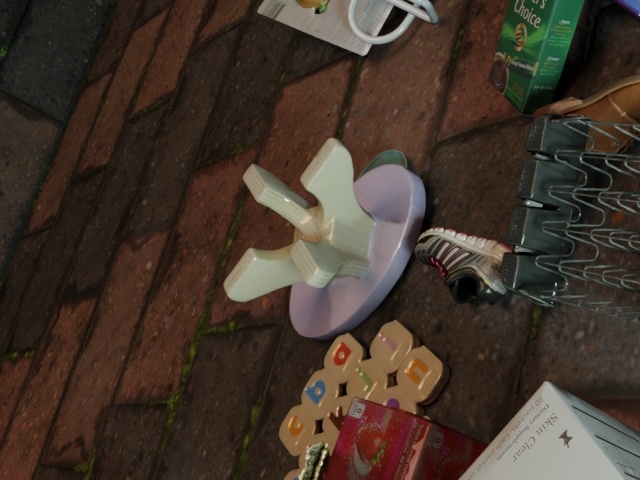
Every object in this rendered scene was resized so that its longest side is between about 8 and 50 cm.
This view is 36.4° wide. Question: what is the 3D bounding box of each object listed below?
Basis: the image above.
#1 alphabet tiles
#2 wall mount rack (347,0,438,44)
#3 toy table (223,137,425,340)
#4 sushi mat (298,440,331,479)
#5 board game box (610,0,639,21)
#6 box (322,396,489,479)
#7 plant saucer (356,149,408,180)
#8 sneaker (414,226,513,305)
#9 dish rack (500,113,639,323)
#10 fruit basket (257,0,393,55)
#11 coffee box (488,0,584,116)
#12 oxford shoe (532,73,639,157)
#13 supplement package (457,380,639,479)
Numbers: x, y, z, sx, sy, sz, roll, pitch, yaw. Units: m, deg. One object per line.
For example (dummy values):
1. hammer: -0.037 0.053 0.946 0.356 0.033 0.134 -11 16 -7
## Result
1. alphabet tiles: 0.047 0.241 1.182 0.284 0.021 0.278 -58 33 6
2. wall mount rack: 0.099 -0.496 1.493 0.304 0.130 0.350 31 93 21
3. toy table: 0.000 0.000 1.290 0.274 0.160 0.252 -61 38 9
4. sushi mat: -0.022 0.290 1.022 0.316 0.019 0.152 87 -157 -75
5. board game box: 0.438 -0.407 1.072 0.347 0.078 0.233 -50 32 19
6. box: 0.069 0.304 0.977 0.122 0.128 0.257 9 75 52
7. plant saucer: 0.088 -0.071 1.381 0.119 0.021 0.119 -36 39 35
8. sneaker: 0.161 0.034 1.139 0.170 0.063 0.075 13 71 54
9. dish rack: 0.293 -0.020 0.939 0.271 0.074 0.208 14 95 54
10. fruit basket: 0.065 -0.494 1.679 0.353 0.165 0.327 33 95 44
11. coffee box: 0.261 -0.256 1.176 0.113 0.040 0.184 -114 30 -54
12. oxford shoe: 0.328 -0.132 1.041 0.212 0.076 0.076 -20 77 50
13. supplement package: 0.187 0.279 0.757 0.262 0.204 0.145 -53 32 13
